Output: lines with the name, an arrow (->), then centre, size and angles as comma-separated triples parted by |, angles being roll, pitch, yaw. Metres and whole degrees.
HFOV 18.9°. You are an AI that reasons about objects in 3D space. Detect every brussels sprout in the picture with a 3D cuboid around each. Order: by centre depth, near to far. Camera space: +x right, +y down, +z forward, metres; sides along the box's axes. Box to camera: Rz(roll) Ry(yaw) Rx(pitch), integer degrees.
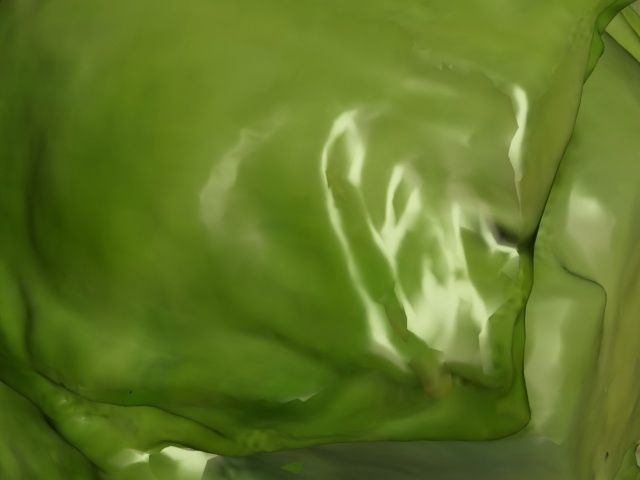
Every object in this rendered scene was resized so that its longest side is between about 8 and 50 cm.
brussels sprout -> -0.012, -0.006, 0.920 | 0.361, 0.342, 0.425 | 15, 112, 25
